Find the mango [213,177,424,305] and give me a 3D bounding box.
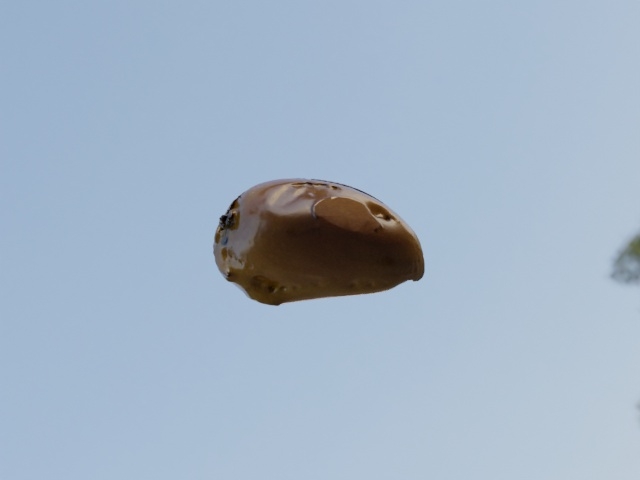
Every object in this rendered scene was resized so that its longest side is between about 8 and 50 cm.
[{"bbox_3d":[0.000,0.000,0.956,0.127,0.063,0.077,4,-53,0],"label":"mango"}]
